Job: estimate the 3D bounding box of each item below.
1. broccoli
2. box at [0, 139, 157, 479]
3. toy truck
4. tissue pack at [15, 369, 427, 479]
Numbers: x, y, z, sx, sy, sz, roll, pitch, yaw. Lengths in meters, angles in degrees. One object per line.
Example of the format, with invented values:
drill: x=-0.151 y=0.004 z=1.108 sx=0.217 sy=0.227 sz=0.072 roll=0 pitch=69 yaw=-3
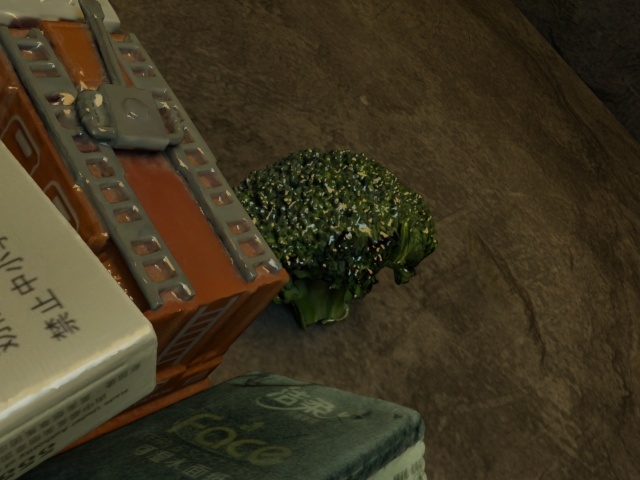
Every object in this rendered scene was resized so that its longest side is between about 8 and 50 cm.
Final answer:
broccoli: x=-0.001 y=-0.002 z=0.710 sx=0.226 sy=0.198 sz=0.176 roll=-59 pitch=139 yaw=-24
box: x=-0.227 y=0.067 z=0.329 sx=0.259 sy=0.071 sz=0.168 roll=-31 pitch=65 yaw=-30
toy truck: x=-0.200 y=-0.062 z=0.545 sx=0.173 sy=0.207 sz=0.387 roll=-15 pitch=66 yaw=-49
tissue pack: x=-0.072 y=0.172 z=0.471 sx=0.257 sy=0.185 sz=0.081 roll=-15 pitch=106 yaw=-49
